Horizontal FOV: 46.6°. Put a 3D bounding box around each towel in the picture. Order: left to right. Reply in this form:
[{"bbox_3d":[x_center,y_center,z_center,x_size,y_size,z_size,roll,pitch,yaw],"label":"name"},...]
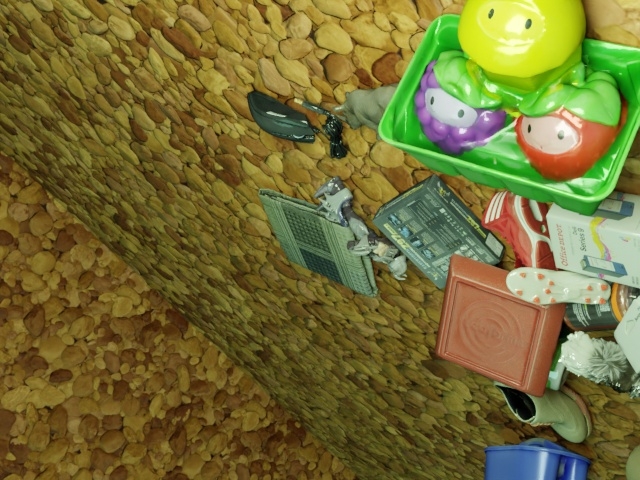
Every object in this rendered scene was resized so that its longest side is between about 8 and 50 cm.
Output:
[{"bbox_3d":[0.000,0.000,1.996,0.312,0.056,0.324,23,152,31],"label":"towel"}]

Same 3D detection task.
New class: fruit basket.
[{"bbox_3d":[0.284,-0.233,1.078,0.392,0.283,0.392,26,168,6],"label":"fruit basket"}]

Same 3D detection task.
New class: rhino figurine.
[{"bbox_3d":[0.105,-0.251,1.433,0.106,0.073,0.243,46,159,-29],"label":"rhino figurine"}]

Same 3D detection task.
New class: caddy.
[{"bbox_3d":[0.628,0.668,2.177,0.241,0.179,0.341,18,158,-18],"label":"caddy"}]

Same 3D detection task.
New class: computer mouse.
[{"bbox_3d":[-0.065,-0.257,1.599,0.262,0.060,0.184,30,165,12],"label":"computer mouse"}]

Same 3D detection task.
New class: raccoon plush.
[{"bbox_3d":[0.701,0.299,1.468,0.446,0.216,0.299,24,155,23],"label":"raccoon plush"}]

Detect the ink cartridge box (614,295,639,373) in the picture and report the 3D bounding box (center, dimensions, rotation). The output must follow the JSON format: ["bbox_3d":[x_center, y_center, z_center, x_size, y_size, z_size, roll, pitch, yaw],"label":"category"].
[{"bbox_3d":[0.637,0.139,1.280,0.153,0.208,0.087,83,171,-56],"label":"ink cartridge box"}]

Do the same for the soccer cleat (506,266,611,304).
[{"bbox_3d":[0.443,0.085,1.396,0.196,0.068,0.076,7,-166,1],"label":"soccer cleat"}]

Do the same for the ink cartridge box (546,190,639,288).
[{"bbox_3d":[0.523,-0.005,1.313,0.212,0.093,0.154,18,149,36],"label":"ink cartridge box"}]

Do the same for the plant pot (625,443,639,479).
[{"bbox_3d":[0.854,0.570,1.713,0.256,0.256,0.274,46,168,-18],"label":"plant pot"}]

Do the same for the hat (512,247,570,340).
[{"bbox_3d":[0.481,0.098,1.600,0.173,0.184,0.208,23,-166,25],"label":"hat"}]

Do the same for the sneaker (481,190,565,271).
[{"bbox_3d":[0.399,-0.005,1.468,0.128,0.087,0.221,10,123,58],"label":"sneaker"}]

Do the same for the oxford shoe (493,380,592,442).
[{"bbox_3d":[0.550,0.416,1.883,0.397,0.147,0.140,45,150,-23],"label":"oxford shoe"}]

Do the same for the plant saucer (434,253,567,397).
[{"bbox_3d":[0.363,0.186,1.561,0.258,0.047,0.259,20,118,29],"label":"plant saucer"}]

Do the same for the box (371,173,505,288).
[{"bbox_3d":[0.253,-0.014,1.609,0.232,0.059,0.183,44,137,-13],"label":"box"}]

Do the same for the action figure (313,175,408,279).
[{"bbox_3d":[0.102,-0.013,1.713,0.285,0.099,0.185,49,-176,20],"label":"action figure"}]

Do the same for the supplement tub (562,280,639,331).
[{"bbox_3d":[0.572,0.121,1.441,0.106,0.106,0.198,45,152,-16],"label":"supplement tub"}]

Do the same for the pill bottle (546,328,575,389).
[{"bbox_3d":[0.458,0.236,1.723,0.245,0.136,0.136,22,150,27],"label":"pill bottle"}]
